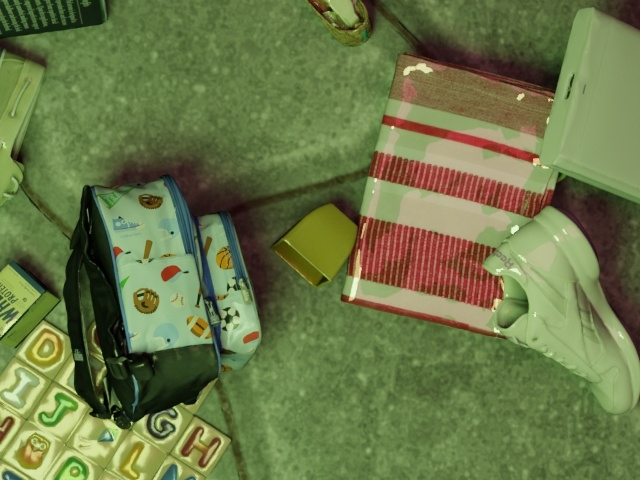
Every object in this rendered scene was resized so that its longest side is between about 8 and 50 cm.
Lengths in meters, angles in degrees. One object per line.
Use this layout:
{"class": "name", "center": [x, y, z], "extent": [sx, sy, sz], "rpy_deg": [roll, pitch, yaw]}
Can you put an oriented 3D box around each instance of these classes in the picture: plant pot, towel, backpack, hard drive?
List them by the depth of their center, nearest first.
{"class": "backpack", "center": [-0.188, 0.056, 1.365], "extent": [0.213, 0.276, 0.263], "rpy_deg": [-16, 76, -22]}
{"class": "plant pot", "center": [0.000, 0.000, 1.481], "extent": [0.081, 0.081, 0.083], "rpy_deg": [42, 75, -4]}
{"class": "towel", "center": [0.175, -0.053, 1.497], "extent": [0.237, 0.037, 0.329], "rpy_deg": [14, 95, -3]}
{"class": "hard drive", "center": [0.428, -0.148, 1.512], "extent": [0.308, 0.040, 0.203], "rpy_deg": [18, 85, -29]}

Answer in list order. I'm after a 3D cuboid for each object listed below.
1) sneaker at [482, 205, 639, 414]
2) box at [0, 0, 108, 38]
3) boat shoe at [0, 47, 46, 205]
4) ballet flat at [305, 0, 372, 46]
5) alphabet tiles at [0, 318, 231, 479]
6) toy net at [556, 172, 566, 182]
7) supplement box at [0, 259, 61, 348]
{"class": "sneaker", "center": [0.300, 0.108, 1.480], "extent": [0.152, 0.114, 0.305], "rpy_deg": [-32, 111, -7]}
{"class": "box", "center": [-0.467, -0.389, 1.364], "extent": [0.395, 0.212, 0.293], "rpy_deg": [-10, 88, -9]}
{"class": "boat shoe", "center": [-0.404, -0.089, 1.413], "extent": [0.094, 0.109, 0.302], "rpy_deg": [12, 83, -9]}
{"class": "ballet flat", "center": [-0.006, -0.336, 1.499], "extent": [0.206, 0.067, 0.073], "rpy_deg": [44, 86, -3]}
{"class": "alphabet tiles", "center": [-0.292, 0.267, 1.459], "extent": [0.285, 0.011, 0.342], "rpy_deg": [34, 83, -5]}
{"class": "toy net", "center": [0.215, -0.147, 1.534], "extent": [0.232, 0.045, 0.122], "rpy_deg": [11, 87, -7]}
{"class": "supplement box", "center": [-0.369, 0.078, 1.415], "extent": [0.056, 0.083, 0.083], "rpy_deg": [41, 82, 8]}
